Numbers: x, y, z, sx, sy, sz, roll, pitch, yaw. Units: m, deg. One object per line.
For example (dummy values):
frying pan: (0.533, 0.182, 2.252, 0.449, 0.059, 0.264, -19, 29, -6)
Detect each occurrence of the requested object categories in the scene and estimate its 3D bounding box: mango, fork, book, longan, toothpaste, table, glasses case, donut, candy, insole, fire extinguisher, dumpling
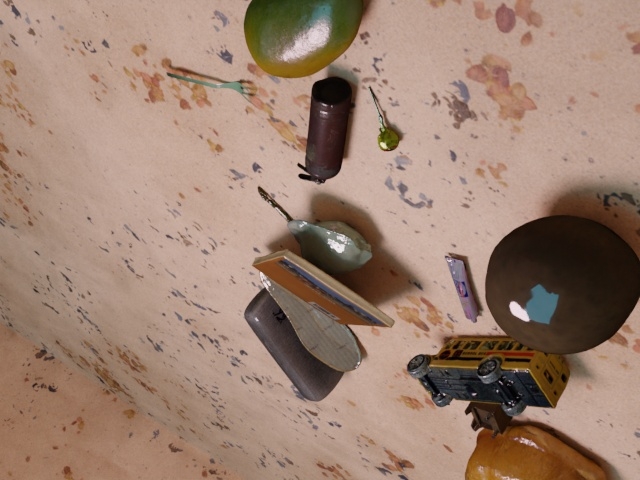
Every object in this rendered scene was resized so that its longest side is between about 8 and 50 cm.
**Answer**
mango: (-0.022, -0.347, 1.469, 0.251, 0.114, 0.156, -19, 107, 43)
fork: (-0.216, -0.311, 1.825, 0.235, 0.021, 0.039, 22, 141, 33)
book: (-0.006, 0.108, 1.993, 0.262, 0.028, 0.374, 35, 168, -10)
longan: (0.384, 0.070, 1.455, 0.248, 0.248, 0.248, 29, 149, 20)
toothpaste: (0.278, 0.097, 1.792, 0.045, 0.028, 0.170, 19, 143, 45)
table: (0.367, 0.369, 1.998, 0.070, 0.082, 0.083, 13, 141, 40)
glasses case: (-0.061, 0.253, 2.288, 0.074, 0.131, 0.323, 1, 132, 51)
donut: (0.476, 0.538, 2.036, 0.317, 0.150, 0.299, -2, 133, 50)
candy: (0.104, -0.208, 1.590, 0.035, 0.035, 0.123, 18, 135, 54)
insole: (-0.023, 0.183, 2.205, 0.119, 0.009, 0.348, -33, 105, 15)
fire extinguisher: (0.002, -0.186, 1.685, 0.089, 0.072, 0.268, 24, 148, 11)
dumpling: (0.010, -0.002, 1.898, 0.216, 0.105, 0.149, -5, 117, 59)

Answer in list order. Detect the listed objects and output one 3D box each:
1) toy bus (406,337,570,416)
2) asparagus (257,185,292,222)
toy bus: (0.329, 0.264, 1.860, 0.335, 0.123, 0.121, -7, 127, 53)
asparagus: (-0.083, -0.056, 2.016, 0.163, 0.016, 0.016, 45, 169, -10)
